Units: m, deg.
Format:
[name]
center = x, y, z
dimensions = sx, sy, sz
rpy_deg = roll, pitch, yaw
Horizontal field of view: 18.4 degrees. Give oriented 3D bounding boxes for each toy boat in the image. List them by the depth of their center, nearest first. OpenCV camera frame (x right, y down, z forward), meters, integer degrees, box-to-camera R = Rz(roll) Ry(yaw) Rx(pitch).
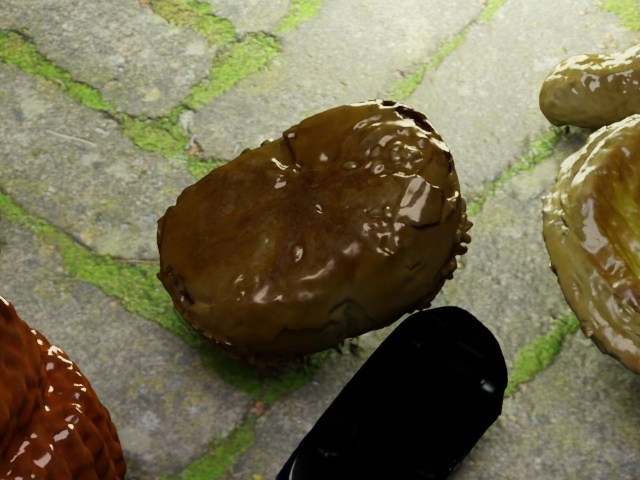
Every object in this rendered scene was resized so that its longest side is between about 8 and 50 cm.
[toy boat]
center = 0.058, 0.181, 1.837
dimensions = 0.134, 0.092, 0.299
rpy_deg = 48, 52, -5

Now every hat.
[hat]
center = -0.308, 0.145, 1.683
dimensions = 0.285, 0.400, 0.285
rpy_deg = 1, 53, -1

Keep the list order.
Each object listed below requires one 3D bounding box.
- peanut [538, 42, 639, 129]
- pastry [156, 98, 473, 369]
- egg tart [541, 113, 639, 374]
[peanut]
center = 0.340, -0.164, 2.118
dimensions = 0.214, 0.099, 0.099
rpy_deg = -7, 50, 4
[pastry]
center = 0.000, 0.000, 1.933
dimensions = 0.311, 0.162, 0.255
rpy_deg = -25, 46, 10
[egg tart]
center = 0.375, 0.028, 1.913
dimensions = 0.352, 0.150, 0.352
rpy_deg = 2, 53, -3
